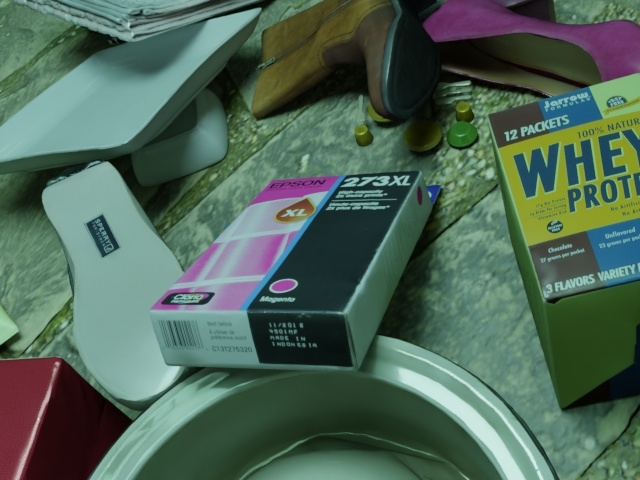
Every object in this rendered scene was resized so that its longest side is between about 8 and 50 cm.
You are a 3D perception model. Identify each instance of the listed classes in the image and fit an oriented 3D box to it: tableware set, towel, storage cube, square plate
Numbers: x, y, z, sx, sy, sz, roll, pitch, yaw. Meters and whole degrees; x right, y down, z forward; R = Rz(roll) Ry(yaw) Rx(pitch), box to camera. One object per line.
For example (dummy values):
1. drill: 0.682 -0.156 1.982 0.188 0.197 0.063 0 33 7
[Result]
1. tableware set: 0.117 -0.146 0.971 0.154 0.024 0.104 -5 57 17
2. towel: -0.275 -0.404 1.219 0.332 0.053 0.317 25 41 33
3. storage cube: -0.306 0.239 0.745 0.215 0.183 0.193 -5 53 18
4. square plate: -0.282 -0.195 1.076 0.344 0.049 0.347 -3 38 33

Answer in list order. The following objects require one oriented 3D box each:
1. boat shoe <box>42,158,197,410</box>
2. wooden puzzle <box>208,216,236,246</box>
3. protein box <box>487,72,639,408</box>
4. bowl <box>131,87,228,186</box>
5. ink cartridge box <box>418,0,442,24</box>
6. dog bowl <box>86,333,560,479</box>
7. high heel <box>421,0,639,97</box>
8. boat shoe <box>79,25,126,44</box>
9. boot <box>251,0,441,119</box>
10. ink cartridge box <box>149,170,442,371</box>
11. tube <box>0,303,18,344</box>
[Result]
1. boat shoe: -0.196 0.065 0.848 0.127 0.158 0.340 -25 50 -6
2. wooden puzzle: -0.105 -0.001 0.958 0.049 0.006 0.083 27 68 34
3. protein box: 0.246 0.006 0.689 0.136 0.199 0.201 -14 51 11
4. bowl: -0.203 -0.154 1.082 0.142 0.053 0.142 -18 49 7
5. ink cartridge box: 0.092 -0.348 1.125 0.146 0.045 0.179 -17 40 10
6. dog bowl: -0.003 0.282 0.611 0.408 0.150 0.407 -11 50 13
7. high heel: 0.248 -0.180 0.883 0.181 0.127 0.377 -29 39 -1
8. boat shoe: -0.326 -0.355 1.271 0.078 0.070 0.219 -13 30 -42
9. boot: 0.007 -0.222 0.982 0.281 0.096 0.264 -19 59 36
10. ink cartridge box: 0.000 0.000 0.774 0.176 0.069 0.371 -2 24 21
11. tube: -0.475 0.067 1.027 0.240 0.062 0.070 47 124 34
